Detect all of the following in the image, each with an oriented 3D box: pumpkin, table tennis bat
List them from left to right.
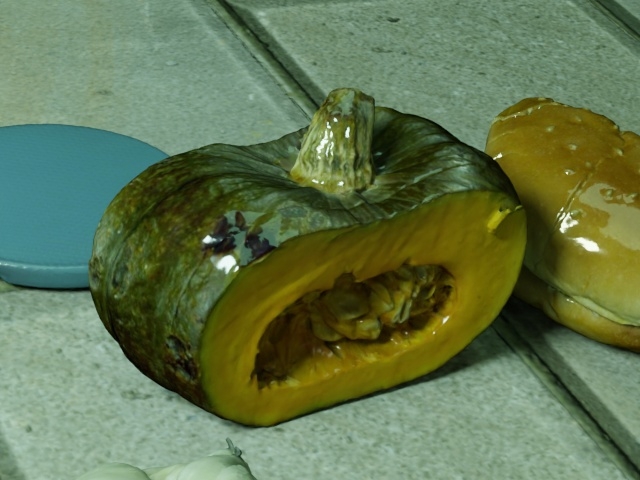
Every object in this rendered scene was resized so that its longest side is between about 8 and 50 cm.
[{"bbox_3d":[-0.250,-0.028,1.341,0.329,0.044,0.215,-8,39,-31],"label":"table tennis bat"},{"bbox_3d":[0.000,0.000,1.208,0.317,0.222,0.139,-11,40,-29],"label":"pumpkin"}]

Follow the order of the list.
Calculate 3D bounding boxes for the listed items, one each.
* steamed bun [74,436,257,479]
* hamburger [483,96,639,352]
[{"bbox_3d":[-0.066,0.246,0.809,0.206,0.275,0.320,-28,12,-7],"label":"steamed bun"},{"bbox_3d":[0.224,-0.002,1.352,0.283,0.144,0.156,36,41,29],"label":"hamburger"}]
